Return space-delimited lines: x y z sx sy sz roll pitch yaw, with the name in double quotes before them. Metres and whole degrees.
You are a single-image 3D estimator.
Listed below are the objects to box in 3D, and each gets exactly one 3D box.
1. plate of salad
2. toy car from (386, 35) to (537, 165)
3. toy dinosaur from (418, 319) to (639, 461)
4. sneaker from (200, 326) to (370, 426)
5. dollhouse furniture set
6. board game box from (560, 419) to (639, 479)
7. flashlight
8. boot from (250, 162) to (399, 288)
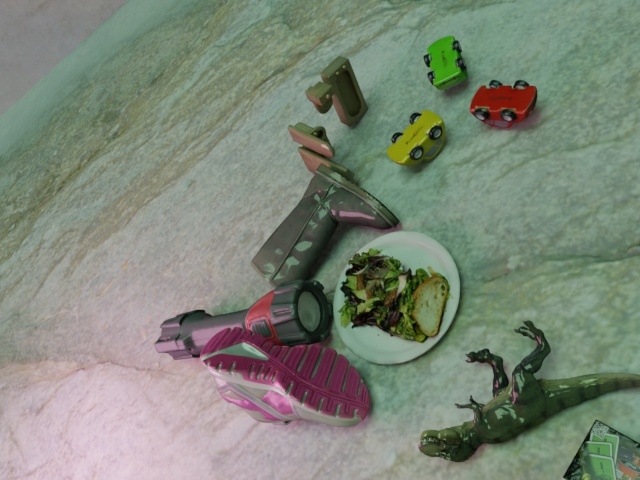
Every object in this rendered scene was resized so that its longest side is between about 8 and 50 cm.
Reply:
"plate of salad" 0.099 0.075 0.902 0.200 0.048 0.199 -15 60 29
"toy car" 0.214 -0.231 1.009 0.239 0.053 0.224 -21 52 26
"toy dinosaur" 0.233 0.167 0.742 0.268 0.064 0.118 -28 56 19
"sneaker" -0.047 0.210 0.912 0.252 0.111 0.103 15 43 23
"dollhouse furniture set" 0.045 -0.196 1.075 0.151 0.144 0.123 -46 48 -15
"board game box" 0.347 0.293 0.593 0.260 0.030 0.136 26 84 45
"flashlight" -0.126 0.133 1.023 0.304 0.103 0.103 -15 51 37
"boot" 0.002 0.001 1.015 0.190 0.076 0.208 35 89 37
